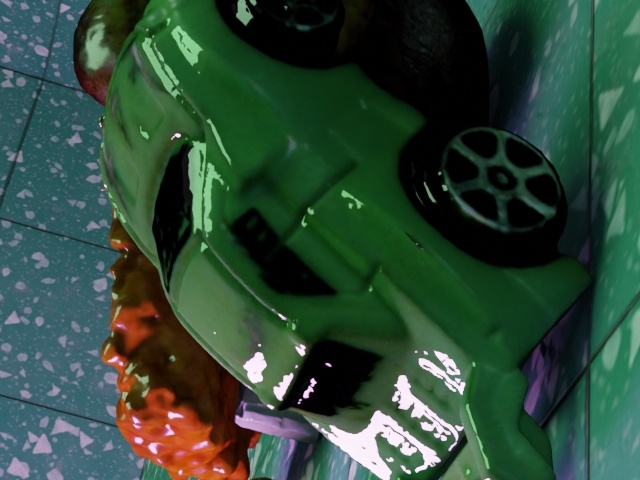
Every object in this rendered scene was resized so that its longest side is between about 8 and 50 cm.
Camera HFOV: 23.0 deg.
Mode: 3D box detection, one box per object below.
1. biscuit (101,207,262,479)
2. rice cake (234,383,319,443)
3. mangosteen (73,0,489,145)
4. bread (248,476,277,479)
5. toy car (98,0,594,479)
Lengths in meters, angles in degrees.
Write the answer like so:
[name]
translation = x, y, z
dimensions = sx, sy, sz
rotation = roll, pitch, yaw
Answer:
[biscuit]
translation = -0.132, 0.086, 1.599
dimensions = 0.318, 0.110, 0.312
rotation = 68, -161, -62
[rice cake]
translation = -0.034, 0.117, 1.584
dimensions = 0.226, 0.085, 0.040
rotation = -83, 12, -54
[mangosteen]
translation = -0.032, -0.098, 1.176
dimensions = 0.297, 0.313, 0.297
rotation = -172, 90, -74
[bread]
translation = -0.064, 0.280, 1.504
dimensions = 0.233, 0.076, 0.105
rotation = -156, 83, -83
[toy car]
translation = 0.004, 0.014, 0.908
dimensions = 0.176, 0.359, 0.213
rotation = -41, -13, -38
